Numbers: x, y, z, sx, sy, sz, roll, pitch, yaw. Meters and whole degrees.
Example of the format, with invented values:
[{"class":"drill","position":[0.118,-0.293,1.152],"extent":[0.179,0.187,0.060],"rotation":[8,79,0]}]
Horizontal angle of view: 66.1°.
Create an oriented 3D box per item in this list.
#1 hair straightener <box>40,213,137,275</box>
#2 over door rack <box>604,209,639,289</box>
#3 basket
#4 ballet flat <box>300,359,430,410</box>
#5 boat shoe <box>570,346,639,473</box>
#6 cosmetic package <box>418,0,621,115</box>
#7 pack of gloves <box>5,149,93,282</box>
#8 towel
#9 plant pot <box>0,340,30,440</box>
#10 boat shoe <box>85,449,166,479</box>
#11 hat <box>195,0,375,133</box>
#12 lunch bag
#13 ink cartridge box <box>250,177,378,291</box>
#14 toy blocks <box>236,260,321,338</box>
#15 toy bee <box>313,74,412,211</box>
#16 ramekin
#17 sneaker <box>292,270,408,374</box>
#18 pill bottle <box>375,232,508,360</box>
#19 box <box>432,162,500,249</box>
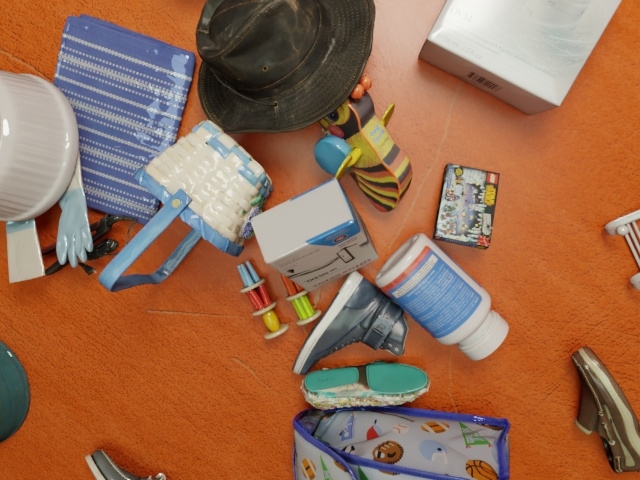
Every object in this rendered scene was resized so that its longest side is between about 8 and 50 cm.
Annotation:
[{"class":"hair straightener","position":[-0.440,0.019,0.941],"extent":[0.231,0.047,0.088],"rotation":[-25,97,11]},{"class":"over door rack","position":[0.679,0.007,0.804],"extent":[0.325,0.108,0.239],"rotation":[-27,97,9]},{"class":"basket","position":[-0.216,-0.036,0.810],"extent":[0.201,0.255,0.289],"rotation":[45,90,-1]},{"class":"ballet flat","position":[0.084,0.278,0.930],"extent":[0.241,0.091,0.077],"rotation":[-3,129,10]},{"class":"boat shoe","position":[0.504,0.314,0.880],"extent":[0.095,0.095,0.257],"rotation":[-31,96,15]},{"class":"cosmetic package","position":[0.310,-0.352,0.766],"extent":[0.224,0.138,0.224],"rotation":[27,99,0]},{"class":"pack of gloves","position":[-0.496,-0.051,0.908],"extent":[0.195,0.046,0.231],"rotation":[-12,84,18]},{"class":"towel","position":[-0.381,-0.218,0.911],"extent":[0.244,0.040,0.335],"rotation":[19,103,1]},{"class":"plant pot","position":[-0.754,0.331,0.921],"extent":[0.272,0.255,0.271],"rotation":[1,99,5]},{"class":"boat shoe","position":[-0.349,0.537,1.013],"extent":[0.319,0.116,0.099],"rotation":[44,57,4]},{"class":"hat","position":[-0.089,-0.321,0.742],"extent":[0.332,0.134,0.330],"rotation":[-9,70,25]},{"class":"lunch bag","position":[0.131,0.485,0.880],"extent":[0.386,0.239,0.327],"rotation":[2,100,21]},{"class":"ink cartridge box","position":[0.000,0.000,0.811],"extent":[0.148,0.203,0.085],"rotation":[-26,66,9]},{"class":"toy blocks","position":[-0.083,0.095,0.919],"extent":[0.123,0.054,0.148],"rotation":[-25,96,10]},{"class":"toy bee","position":[0.049,-0.175,0.791],"extent":[0.299,0.162,0.195],"rotation":[24,63,-20]},{"class":"ramekin","position":[-0.567,-0.170,0.846],"extent":[0.273,0.127,0.272],"rotation":[-1,87,18]},{"class":"sneaker","position":[0.062,0.190,0.904],"extent":[0.164,0.086,0.226],"rotation":[35,100,2]},{"class":"pill bottle","position":[0.213,0.102,0.856],"extent":[0.221,0.124,0.124],"rotation":[43,101,-1]},{"class":"box","position":[0.251,-0.059,0.849],"extent":[0.094,0.027,0.136],"rotation":[12,76,3]}]
